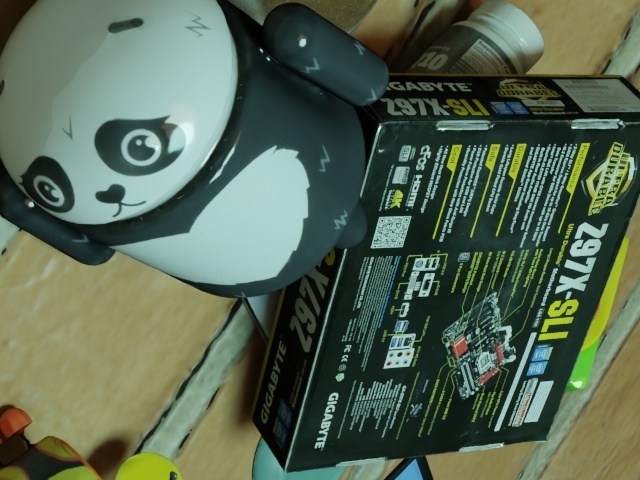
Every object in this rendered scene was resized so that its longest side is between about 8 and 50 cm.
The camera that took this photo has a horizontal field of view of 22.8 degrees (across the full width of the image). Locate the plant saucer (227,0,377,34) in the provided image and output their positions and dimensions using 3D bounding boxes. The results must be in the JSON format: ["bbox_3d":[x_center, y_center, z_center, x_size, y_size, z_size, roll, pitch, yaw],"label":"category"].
[{"bbox_3d":[-0.004,-0.211,1.121,0.199,0.036,0.198,-27,129,-37],"label":"plant saucer"}]

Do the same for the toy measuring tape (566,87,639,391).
[{"bbox_3d":[0.218,-0.004,1.451,0.121,0.121,0.330,36,67,-51],"label":"toy measuring tape"}]

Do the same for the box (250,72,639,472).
[{"bbox_3d":[0.102,0.027,1.241,0.257,0.079,0.322,-4,125,-29],"label":"box"}]

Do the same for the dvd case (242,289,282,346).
[{"bbox_3d":[0.000,0.000,1.260,0.164,0.018,0.221,-45,139,-20],"label":"dvd case"}]

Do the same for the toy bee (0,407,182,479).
[{"bbox_3d":[-0.171,0.195,1.104,0.195,0.162,0.298,-24,153,-48],"label":"toy bee"}]

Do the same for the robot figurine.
[{"bbox_3d":[-0.080,-0.061,1.011,0.278,0.174,0.209,31,87,-52],"label":"robot figurine"}]

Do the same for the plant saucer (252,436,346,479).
[{"bbox_3d":[-0.007,0.179,1.353,0.119,0.021,0.119,-26,129,-37],"label":"plant saucer"}]

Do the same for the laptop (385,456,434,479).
[{"bbox_3d":[0.079,0.376,1.468,0.137,0.264,0.234,-17,132,3],"label":"laptop"}]

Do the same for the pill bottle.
[{"bbox_3d":[0.112,-0.125,1.265,0.137,0.078,0.078,-47,139,-20],"label":"pill bottle"}]
